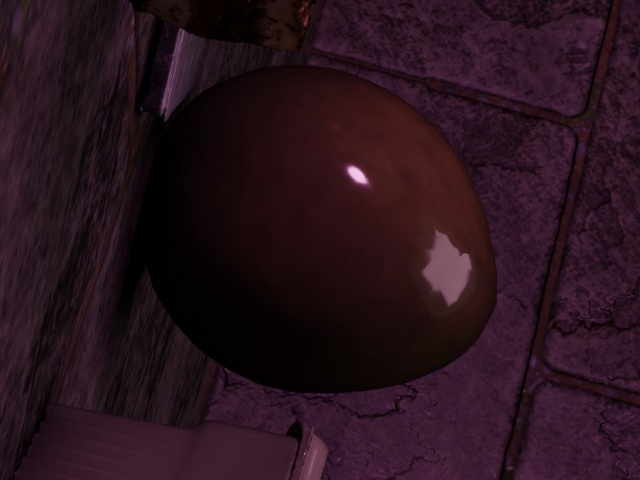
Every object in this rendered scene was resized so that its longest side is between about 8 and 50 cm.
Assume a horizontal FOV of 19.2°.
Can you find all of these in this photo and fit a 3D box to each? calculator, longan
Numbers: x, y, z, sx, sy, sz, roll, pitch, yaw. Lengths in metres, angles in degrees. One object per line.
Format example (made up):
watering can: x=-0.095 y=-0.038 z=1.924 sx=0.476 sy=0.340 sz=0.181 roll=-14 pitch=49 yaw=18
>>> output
calculator: x=-0.071 y=-0.216 z=1.256 sx=0.161 sy=0.021 sz=0.261 roll=-71 pitch=177 yaw=-76
longan: x=0.000 y=0.000 z=1.435 sx=0.243 sy=0.300 sz=0.300 roll=-52 pitch=180 yaw=2

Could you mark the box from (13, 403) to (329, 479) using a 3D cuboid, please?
box: x=-0.105 y=0.198 z=1.118 sx=0.274 sy=0.178 sz=0.138 roll=-73 pitch=178 yaw=-63

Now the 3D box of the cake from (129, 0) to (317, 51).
cake: x=-0.045 y=-0.177 z=0.916 sx=0.135 sy=0.112 sz=0.246 roll=-68 pitch=177 yaw=-55
